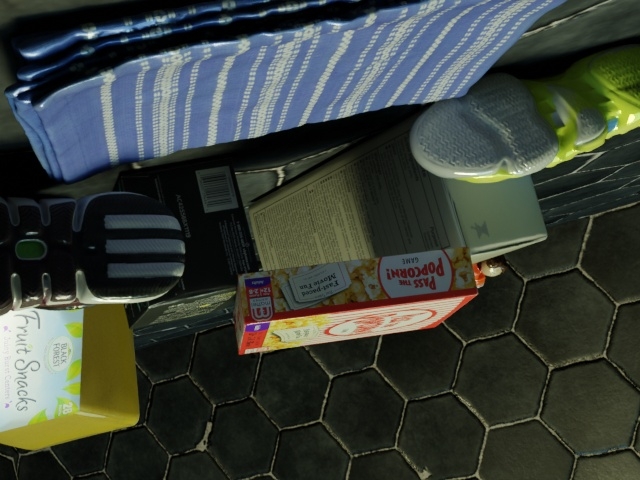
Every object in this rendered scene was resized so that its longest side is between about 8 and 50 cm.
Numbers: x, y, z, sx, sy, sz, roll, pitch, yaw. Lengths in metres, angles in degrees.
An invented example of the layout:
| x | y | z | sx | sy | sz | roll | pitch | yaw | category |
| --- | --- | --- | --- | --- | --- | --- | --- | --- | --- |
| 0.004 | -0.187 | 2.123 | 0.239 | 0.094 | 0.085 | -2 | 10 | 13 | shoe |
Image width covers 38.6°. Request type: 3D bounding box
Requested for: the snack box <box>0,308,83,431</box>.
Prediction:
| x | y | z | sx | sy | sz | roll | pitch | yaw | category |
| --- | --- | --- | --- | --- | --- | --- | --- | --- | --- |
| -0.352 | 0.114 | 0.992 | 0.175 | 0.070 | 0.207 | -10 | 130 | -31 | snack box |

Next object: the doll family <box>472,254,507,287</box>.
| x | y | z | sx | sy | sz | roll | pitch | yaw | category |
| --- | --- | --- | --- | --- | --- | --- | --- | --- | --- |
| 0.157 | -0.032 | 1.193 | 0.163 | 0.118 | 0.263 | -21 | 142 | 16 | doll family |

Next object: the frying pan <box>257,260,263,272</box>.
| x | y | z | sx | sy | sz | roll | pitch | yaw | category |
| --- | --- | --- | --- | --- | --- | --- | --- | --- | --- |
| 0.014 | 0.001 | 1.360 | 0.326 | 0.053 | 0.197 | -17 | 171 | 23 | frying pan |

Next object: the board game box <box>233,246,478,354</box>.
| x | y | z | sx | sy | sz | roll | pitch | yaw | category |
| --- | --- | --- | --- | --- | --- | --- | --- | --- | --- |
| 0.023 | 0.055 | 0.802 | 0.194 | 0.045 | 0.147 | -7 | 165 | -8 | board game box |

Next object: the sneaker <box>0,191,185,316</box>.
| x | y | z | sx | sy | sz | roll | pitch | yaw | category |
| --- | --- | --- | --- | --- | --- | --- | --- | --- | --- |
| -0.255 | 0.021 | 0.671 | 0.282 | 0.106 | 0.162 | 5 | 168 | -27 | sneaker |

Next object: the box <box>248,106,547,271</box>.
| x | y | z | sx | sy | sz | roll | pitch | yaw | category |
| --- | --- | --- | --- | --- | --- | --- | --- | --- | --- |
| 0.067 | -0.021 | 0.956 | 0.121 | 0.147 | 0.311 | -9 | 172 | -38 | box |

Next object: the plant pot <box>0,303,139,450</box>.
| x | y | z | sx | sy | sz | roll | pitch | yaw | category |
| --- | --- | --- | --- | --- | --- | --- | --- | --- | --- |
| -0.389 | 0.153 | 1.207 | 0.212 | 0.212 | 0.187 | -19 | 159 | 28 | plant pot |

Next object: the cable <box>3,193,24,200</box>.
| x | y | z | sx | sy | sz | roll | pitch | yaw | category |
| --- | --- | --- | --- | --- | --- | --- | --- | --- | --- |
| -0.310 | 0.003 | 0.808 | 0.185 | 0.047 | 0.150 | -22 | 175 | 19 | cable |

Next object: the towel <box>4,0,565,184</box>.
| x | y | z | sx | sy | sz | roll | pitch | yaw | category |
| --- | --- | --- | --- | --- | --- | --- | --- | --- | --- |
| -0.019 | -0.101 | 0.591 | 0.336 | 0.040 | 0.243 | -13 | 173 | -13 | towel |

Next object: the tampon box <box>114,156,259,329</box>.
| x | y | z | sx | sy | sz | roll | pitch | yaw | category |
| --- | --- | --- | --- | --- | --- | --- | --- | --- | --- |
| -0.134 | 0.007 | 0.851 | 0.102 | 0.120 | 0.161 | -12 | 172 | -20 | tampon box |

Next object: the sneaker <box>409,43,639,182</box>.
| x | y | z | sx | sy | sz | roll | pitch | yaw | category |
| --- | --- | --- | --- | --- | --- | --- | --- | --- | --- |
| 0.186 | -0.099 | 0.810 | 0.240 | 0.091 | 0.126 | -14 | 173 | -8 | sneaker |
